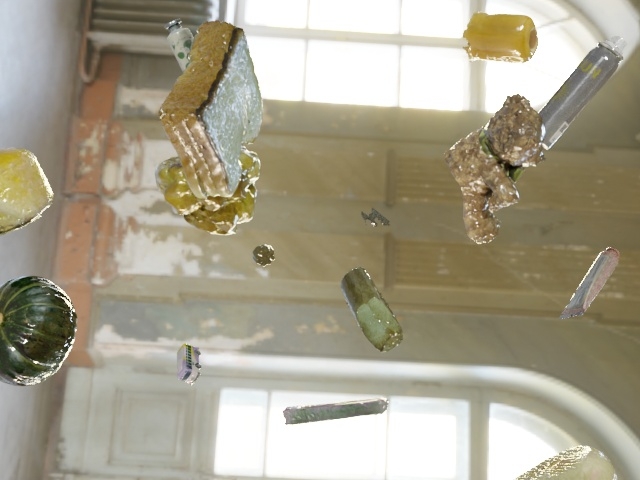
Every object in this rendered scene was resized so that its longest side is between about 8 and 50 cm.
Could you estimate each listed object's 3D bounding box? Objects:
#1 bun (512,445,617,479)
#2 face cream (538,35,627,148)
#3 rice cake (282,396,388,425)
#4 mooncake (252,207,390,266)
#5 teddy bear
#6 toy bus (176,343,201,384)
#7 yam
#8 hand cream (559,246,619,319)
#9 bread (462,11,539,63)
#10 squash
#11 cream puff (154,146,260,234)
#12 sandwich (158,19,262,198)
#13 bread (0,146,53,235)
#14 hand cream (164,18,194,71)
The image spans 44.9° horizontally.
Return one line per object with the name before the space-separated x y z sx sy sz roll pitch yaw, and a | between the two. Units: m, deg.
bun | 0.474 0.512 1.528 0.244 0.243 0.153 98 -30 -74
face cream | 0.574 -0.334 1.731 0.283 0.073 0.073 -51 -171 11
rice cake | 0.029 0.318 1.446 0.047 0.206 0.036 -30 110 -74
mooncake | -0.002 -0.010 1.972 0.150 0.346 0.057 44 22 -42
teddy bear | 0.407 -0.161 1.712 0.296 0.222 0.246 58 35 -36
toy bus | -0.355 0.330 2.075 0.052 0.058 0.102 -51 -150 26
yam | 0.141 0.195 2.205 0.259 0.106 0.106 -120 -154 -45
hand cream | 0.578 0.092 1.643 0.210 0.043 0.067 -46 -168 -28
bread | 0.448 -0.495 1.922 0.085 0.173 0.134 -64 149 -28
squash | -0.577 0.178 1.521 0.172 0.218 0.218 67 22 -59
cream puff | -0.311 -0.133 2.248 0.324 0.291 0.257 -147 -138 -64
sandwich | -0.194 -0.240 1.475 0.249 0.095 0.273 74 24 -48
bread | -0.656 -0.100 1.581 0.171 0.197 0.197 61 5 -11
hand cream | -0.311 -0.424 1.961 0.095 0.059 0.276 -37 106 -38
